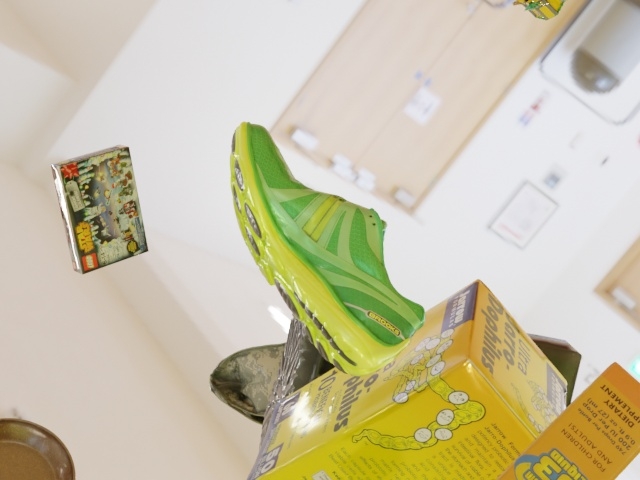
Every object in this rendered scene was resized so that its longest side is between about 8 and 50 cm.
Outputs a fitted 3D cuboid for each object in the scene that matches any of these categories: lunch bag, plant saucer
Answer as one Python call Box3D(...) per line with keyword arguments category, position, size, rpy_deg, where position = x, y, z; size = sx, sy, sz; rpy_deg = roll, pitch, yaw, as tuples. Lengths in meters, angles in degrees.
Box3D(category="lunch bag", position=(-0.045, 0.290, 2.095), size=(0.235, 0.287, 0.169), rpy_deg=(25, -123, -56))
Box3D(category="plant saucer", position=(-0.466, 0.357, 1.572), size=(0.199, 0.036, 0.198), rpy_deg=(11, -134, -12))

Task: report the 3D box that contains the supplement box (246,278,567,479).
Box3D(category="supplement box", position=(0.109, 0.246, 1.329), size=(0.195, 0.356, 0.194), rpy_deg=(49, -154, -14))

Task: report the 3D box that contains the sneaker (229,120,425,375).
Box3D(category="sneaker", position=(0.000, 0.000, 1.083), size=(0.295, 0.123, 0.109), rpy_deg=(57, 158, 19))

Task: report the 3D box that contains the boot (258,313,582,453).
Box3D(category="boot", position=(0.149, 0.284, 1.660), size=(0.445, 0.367, 0.146), rpy_deg=(10, -155, -13))

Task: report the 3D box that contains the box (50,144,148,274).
Box3D(category="box", position=(-0.263, -0.038, 1.275), size=(0.094, 0.137, 0.027), rpy_deg=(-22, -156, -33))

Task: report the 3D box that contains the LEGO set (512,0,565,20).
Box3D(category="LEGO set", position=(0.383, -0.560, 1.784), size=(0.192, 0.255, 0.331), rpy_deg=(27, -124, -44))

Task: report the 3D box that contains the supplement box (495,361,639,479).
Box3D(category="supplement box", position=(0.214, 0.215, 0.957), size=(0.078, 0.233, 0.080), rpy_deg=(44, 152, 16))
